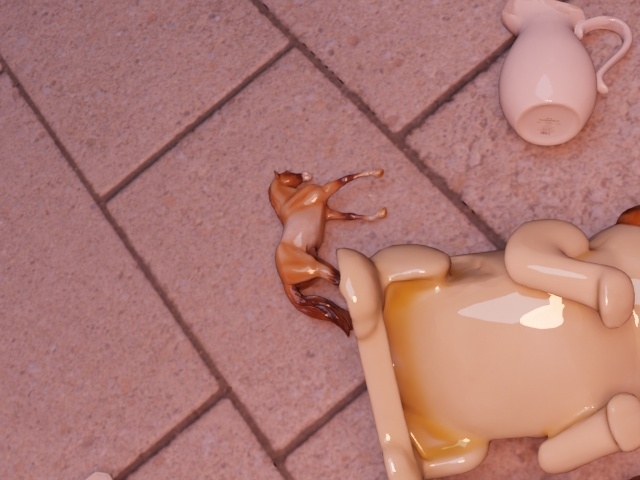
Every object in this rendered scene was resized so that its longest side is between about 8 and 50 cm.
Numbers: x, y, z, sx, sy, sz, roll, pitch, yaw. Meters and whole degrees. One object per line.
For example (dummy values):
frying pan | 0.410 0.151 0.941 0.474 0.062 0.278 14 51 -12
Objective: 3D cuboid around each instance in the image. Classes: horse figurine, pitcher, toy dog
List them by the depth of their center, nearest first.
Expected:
toy dog | 0.249 0.114 1.081 0.408 0.395 0.284 -12 85 3
pitcher | 0.326 -0.228 1.322 0.178 0.125 0.207 3 54 7
horse figurine | 0.000 0.000 1.362 0.175 0.066 0.263 -4 61 14

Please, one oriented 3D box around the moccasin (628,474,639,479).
moccasin | 0.453 0.364 0.961 0.380 0.147 0.139 16 57 32

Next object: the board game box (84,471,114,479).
board game box | -0.331 0.550 1.216 0.390 0.050 0.390 -36 59 -1
